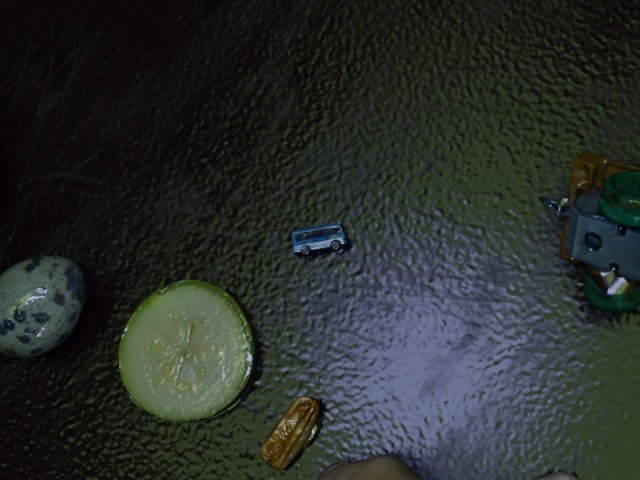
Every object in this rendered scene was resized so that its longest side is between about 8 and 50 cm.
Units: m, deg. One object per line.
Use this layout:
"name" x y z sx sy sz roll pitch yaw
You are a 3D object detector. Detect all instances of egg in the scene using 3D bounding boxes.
"egg" -0.435 0.099 1.658 0.182 0.141 0.141 -43 76 4

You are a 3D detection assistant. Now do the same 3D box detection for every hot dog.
"hot dog" -0.039 0.286 1.608 0.056 0.041 0.133 37 95 22

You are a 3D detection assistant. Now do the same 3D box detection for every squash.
"squash" -0.204 0.169 1.654 0.219 0.041 0.219 -2 80 10

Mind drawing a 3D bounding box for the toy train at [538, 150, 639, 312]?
"toy train" 0.512 -0.012 1.455 0.429 0.249 0.178 20 129 27

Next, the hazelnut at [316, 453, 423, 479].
"hazelnut" 0.059 0.416 1.451 0.261 0.241 0.261 -23 48 29

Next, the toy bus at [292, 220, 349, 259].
"toy bus" 0.000 0.000 1.644 0.083 0.038 0.046 -10 76 8

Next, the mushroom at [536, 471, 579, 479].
"mushroom" 0.331 0.364 1.507 0.084 0.067 0.083 -1 87 15

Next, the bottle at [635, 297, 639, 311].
"bottle" 0.549 0.103 1.511 0.217 0.060 0.060 18 85 14
